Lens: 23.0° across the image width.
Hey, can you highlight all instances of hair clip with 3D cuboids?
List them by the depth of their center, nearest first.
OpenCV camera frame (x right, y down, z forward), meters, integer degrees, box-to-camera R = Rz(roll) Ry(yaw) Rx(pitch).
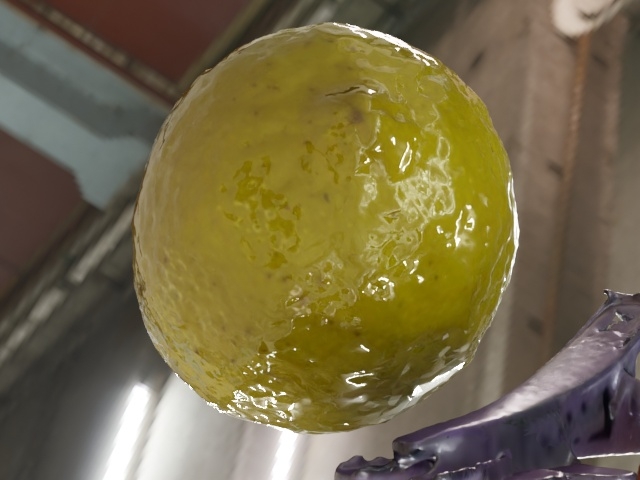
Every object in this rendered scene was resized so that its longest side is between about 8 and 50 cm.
[{"bbox_3d":[0.127,0.113,0.892,0.137,0.090,0.278,6,-159,40],"label":"hair clip"}]

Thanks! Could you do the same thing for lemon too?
[{"bbox_3d":[0.000,0.000,1.023,0.310,0.253,0.254,112,-2,-54],"label":"lemon"}]

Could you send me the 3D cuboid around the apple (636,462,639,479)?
[{"bbox_3d":[0.249,0.149,0.858,0.163,0.139,0.163,-32,-134,40],"label":"apple"}]
